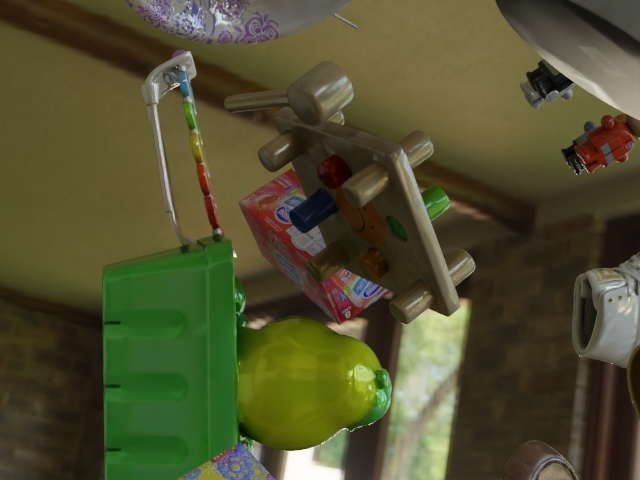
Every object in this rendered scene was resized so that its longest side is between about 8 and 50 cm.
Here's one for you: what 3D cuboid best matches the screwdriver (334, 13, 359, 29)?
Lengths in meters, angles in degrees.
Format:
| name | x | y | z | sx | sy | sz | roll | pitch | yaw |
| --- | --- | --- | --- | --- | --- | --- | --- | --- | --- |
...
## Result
| name | x | y | z | sx | sy | sz | roll | pitch | yaw |
| --- | --- | --- | --- | --- | --- | --- | --- | --- | --- |
| screwdriver | 0.016 | -0.359 | 2.190 | 0.024 | 0.025 | 0.170 | -6 | -9 | 33 |

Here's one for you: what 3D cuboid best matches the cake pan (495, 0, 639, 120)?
| name | x | y | z | sx | sy | sz | roll | pitch | yaw |
| --- | --- | --- | --- | --- | --- | --- | --- | --- | --- |
| cake pan | 0.286 | -0.193 | 1.358 | 0.293 | 0.054 | 0.293 | 35 | -3 | 2 |

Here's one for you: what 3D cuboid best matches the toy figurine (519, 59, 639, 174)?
| name | x | y | z | sx | sy | sz | roll | pitch | yaw |
| --- | --- | --- | --- | --- | --- | --- | --- | --- | --- |
| toy figurine | 0.427 | -0.218 | 2.208 | 0.148 | 0.213 | 0.209 | -33 | -3 | 2 |

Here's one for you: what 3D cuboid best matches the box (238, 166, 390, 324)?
| name | x | y | z | sx | sy | sz | roll | pitch | yaw |
| --- | --- | --- | --- | --- | --- | --- | --- | --- | --- |
| box | 0.000 | 0.000 | 2.123 | 0.257 | 0.128 | 0.123 | 39 | -24 | 51 |

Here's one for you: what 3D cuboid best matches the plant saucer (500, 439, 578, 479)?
| name | x | y | z | sx | sy | sz | roll | pitch | yaw |
| --- | --- | --- | --- | --- | --- | --- | --- | --- | --- |
| plant saucer | 0.248 | 0.305 | 1.544 | 0.029 | 0.168 | 0.168 | -6 | -24 | 38 |

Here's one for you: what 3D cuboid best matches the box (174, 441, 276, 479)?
| name | x | y | z | sx | sy | sz | roll | pitch | yaw |
| --- | --- | --- | --- | --- | --- | --- | --- | --- | --- |
| box | -0.169 | 0.403 | 1.433 | 0.290 | 0.177 | 0.279 | -24 | -27 | -46 |

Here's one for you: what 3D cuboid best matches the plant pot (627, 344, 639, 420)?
| name | x | y | z | sx | sy | sz | roll | pitch | yaw |
| --- | --- | --- | --- | --- | --- | --- | --- | --- | --- |
| plant pot | 0.336 | 0.125 | 1.167 | 0.095 | 0.134 | 0.134 | -25 | -7 | -21 |

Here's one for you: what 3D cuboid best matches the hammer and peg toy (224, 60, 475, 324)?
| name | x | y | z | sx | sy | sz | roll | pitch | yaw |
| --- | --- | --- | --- | --- | --- | --- | --- | --- | --- |
| hammer and peg toy | 0.037 | -0.084 | 1.755 | 0.266 | 0.127 | 0.361 | 23 | -36 | 51 |

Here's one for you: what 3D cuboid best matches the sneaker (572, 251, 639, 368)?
| name | x | y | z | sx | sy | sz | roll | pitch | yaw |
| --- | --- | --- | --- | --- | --- | --- | --- | --- | --- |
| sneaker | 0.447 | 0.043 | 1.916 | 0.169 | 0.293 | 0.108 | 12 | 15 | -24 |

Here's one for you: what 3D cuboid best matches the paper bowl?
| name | x | y | z | sx | sy | sz | roll | pitch | yaw |
| --- | --- | --- | --- | --- | --- | --- | --- | --- | --- |
| paper bowl | -0.081 | -0.344 | 1.461 | 0.284 | 0.148 | 0.284 | -9 | -28 | -5 |

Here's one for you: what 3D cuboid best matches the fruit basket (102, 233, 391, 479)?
| name | x | y | z | sx | sy | sz | roll | pitch | yaw |
| --- | --- | --- | --- | --- | --- | --- | --- | --- | --- |
| fruit basket | -0.101 | 0.176 | 1.823 | 0.392 | 0.392 | 0.283 | 12 | 0 | -9 |

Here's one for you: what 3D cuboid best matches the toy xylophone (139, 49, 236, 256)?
| name | x | y | z | sx | sy | sz | roll | pitch | yaw |
| --- | --- | --- | --- | --- | --- | --- | --- | --- | --- |
| toy xylophone | -0.197 | -0.119 | 2.059 | 0.081 | 0.323 | 0.236 | -13 | -1 | -2 |
